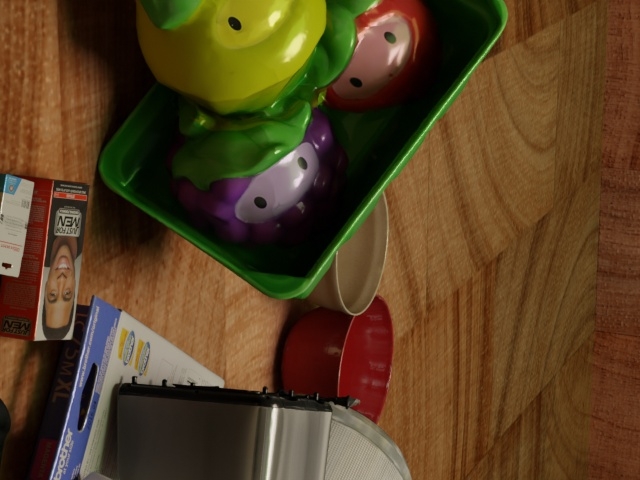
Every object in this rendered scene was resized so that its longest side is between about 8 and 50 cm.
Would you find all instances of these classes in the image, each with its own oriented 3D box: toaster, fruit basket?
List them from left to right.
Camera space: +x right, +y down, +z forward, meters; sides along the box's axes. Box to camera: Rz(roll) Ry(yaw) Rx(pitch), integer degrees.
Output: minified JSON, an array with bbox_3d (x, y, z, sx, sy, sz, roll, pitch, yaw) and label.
[{"bbox_3d":[-0.081,0.190,1.740,0.168,0.185,0.110,16,77,-69],"label":"toaster"},{"bbox_3d":[-0.034,-0.159,1.730,0.392,0.283,0.392,-50,163,-22],"label":"fruit basket"}]

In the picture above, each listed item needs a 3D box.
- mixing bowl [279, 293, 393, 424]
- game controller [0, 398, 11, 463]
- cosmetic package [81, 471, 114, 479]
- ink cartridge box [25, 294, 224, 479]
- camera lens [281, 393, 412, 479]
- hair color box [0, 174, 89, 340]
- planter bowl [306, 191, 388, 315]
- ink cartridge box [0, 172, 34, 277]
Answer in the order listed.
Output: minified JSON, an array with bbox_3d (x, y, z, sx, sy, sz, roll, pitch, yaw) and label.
[{"bbox_3d":[0.012,0.147,2.227,0.181,0.098,0.181,8,90,-68],"label":"mixing bowl"},{"bbox_3d":[-0.320,0.273,1.519,0.166,0.067,0.319,36,63,-81],"label":"game controller"},{"bbox_3d":[-0.171,0.417,1.652,0.155,0.197,0.366,-37,136,-49],"label":"cosmetic package"},{"bbox_3d":[-0.192,0.179,1.783,0.311,0.065,0.186,48,52,-65],"label":"ink cartridge box"},{"bbox_3d":[-0.036,0.319,1.996,0.274,0.219,0.219,-62,150,-42],"label":"camera lens"},{"bbox_3d":[-0.244,0.016,1.631,0.072,0.043,0.141,3,94,-69],"label":"hair color box"},{"bbox_3d":[0.000,0.000,2.140,0.162,0.109,0.162,7,90,-69],"label":"planter bowl"},{"bbox_3d":[-0.272,-0.013,1.573,0.048,0.028,0.083,19,78,-67],"label":"ink cartridge box"}]
